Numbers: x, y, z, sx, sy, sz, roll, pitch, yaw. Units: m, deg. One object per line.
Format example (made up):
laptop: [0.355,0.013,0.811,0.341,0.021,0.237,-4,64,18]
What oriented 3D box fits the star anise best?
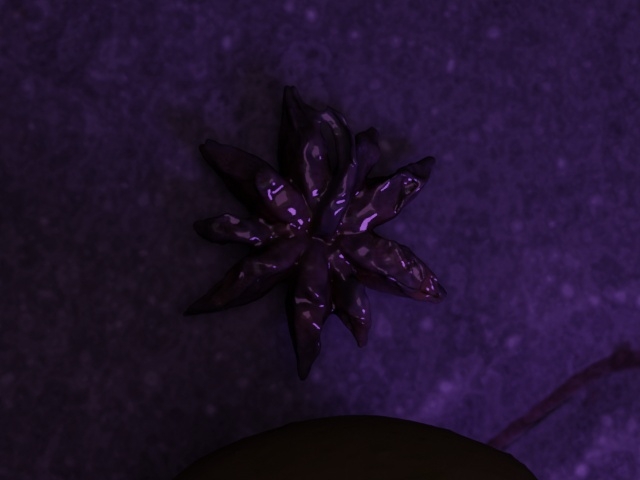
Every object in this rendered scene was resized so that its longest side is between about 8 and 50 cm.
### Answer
star anise: [0.000,0.000,0.950,0.195,0.065,0.182,23,81,-12]

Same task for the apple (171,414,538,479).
apple: [-0.003,0.268,0.767,0.312,0.360,0.320,-18,91,-17]
